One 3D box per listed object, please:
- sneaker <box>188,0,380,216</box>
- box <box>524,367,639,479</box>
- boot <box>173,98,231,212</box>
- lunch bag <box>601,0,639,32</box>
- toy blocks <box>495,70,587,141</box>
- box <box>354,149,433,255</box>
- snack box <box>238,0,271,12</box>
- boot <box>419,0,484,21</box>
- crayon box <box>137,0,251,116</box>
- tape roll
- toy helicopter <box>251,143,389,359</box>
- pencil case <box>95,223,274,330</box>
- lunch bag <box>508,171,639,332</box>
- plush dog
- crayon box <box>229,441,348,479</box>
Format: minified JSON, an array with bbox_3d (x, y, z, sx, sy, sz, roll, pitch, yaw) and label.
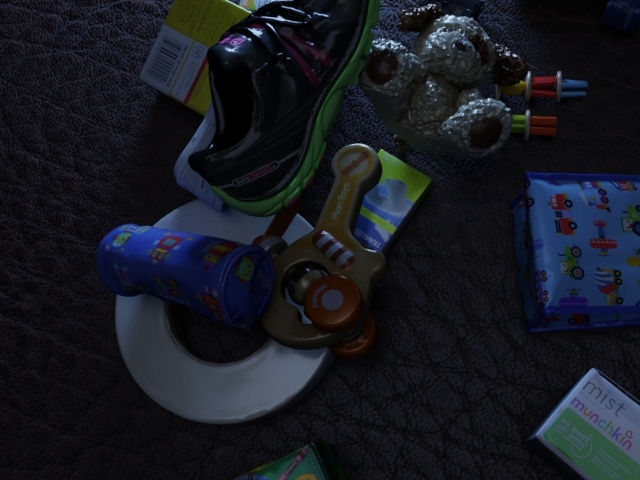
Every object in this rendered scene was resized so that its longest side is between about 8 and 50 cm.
[{"bbox_3d":[-0.057,-0.279,1.159,0.185,0.202,0.482,0,69,56],"label":"sneaker"},{"bbox_3d":[0.422,0.310,1.038,0.262,0.231,0.126,41,85,18],"label":"box"},{"bbox_3d":[-0.130,-0.172,1.275,0.123,0.095,0.258,37,105,19],"label":"boot"},{"bbox_3d":[0.520,-0.401,1.306,0.065,0.067,0.098,17,78,15],"label":"lunch bag"},{"bbox_3d":[0.368,-0.224,1.294,0.148,0.054,0.123,2,74,12],"label":"toy blocks"},{"bbox_3d":[0.096,-0.053,1.305,0.109,0.042,0.178,33,82,18],"label":"box"},{"bbox_3d":[-0.070,-0.457,1.454,0.141,0.037,0.100,18,78,16],"label":"snack box"},{"bbox_3d":[0.244,-0.434,1.383,0.099,0.045,0.121,29,89,20],"label":"boot"},{"bbox_3d":[-0.146,-0.301,1.375,0.319,0.081,0.202,32,100,18],"label":"crayon box"},{"bbox_3d":[-0.151,0.110,1.293,0.392,0.072,0.391,-3,74,11],"label":"tape roll"},{"bbox_3d":[0.000,0.000,1.212,0.235,0.140,0.355,10,65,22],"label":"toy helicopter"},{"bbox_3d":[-0.203,0.051,1.174,0.306,0.133,0.119,10,52,38],"label":"pencil case"},{"bbox_3d":[0.457,0.014,1.181,0.293,0.138,0.220,-2,71,1],"label":"lunch bag"},{"bbox_3d":[0.201,-0.262,1.264,0.262,0.210,0.225,31,79,2],"label":"plush dog"},{"bbox_3d":[-0.103,0.396,1.152,0.279,0.165,0.081,-27,71,2],"label":"crayon box"}]
